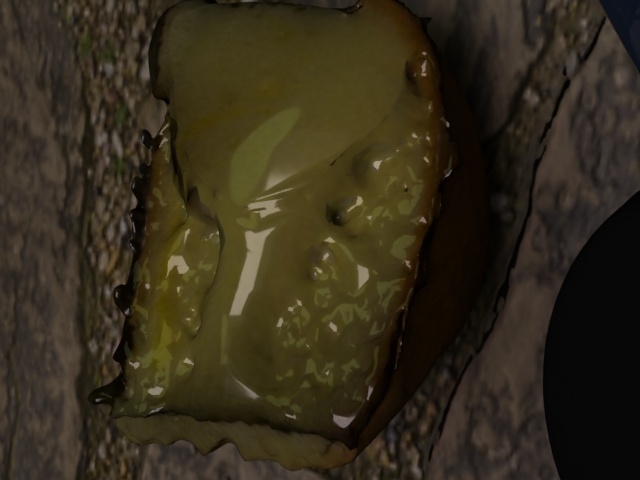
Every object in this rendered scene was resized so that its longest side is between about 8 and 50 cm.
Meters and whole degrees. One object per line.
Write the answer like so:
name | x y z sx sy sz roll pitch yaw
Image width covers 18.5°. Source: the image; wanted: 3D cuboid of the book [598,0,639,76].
book | 0.276 -0.133 0.966 0.269 0.025 0.191 -34 78 32

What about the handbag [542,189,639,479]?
handbag | 0.235 0.101 0.932 0.254 0.093 0.308 -48 61 38

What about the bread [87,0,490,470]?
bread | 0.000 0.000 1.086 0.204 0.162 0.262 3 76 34
